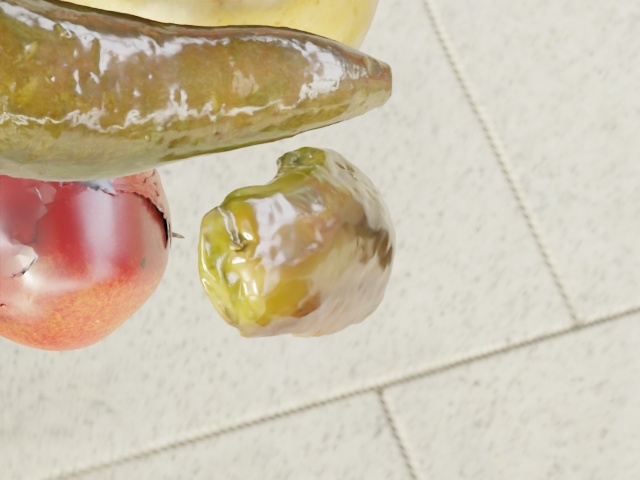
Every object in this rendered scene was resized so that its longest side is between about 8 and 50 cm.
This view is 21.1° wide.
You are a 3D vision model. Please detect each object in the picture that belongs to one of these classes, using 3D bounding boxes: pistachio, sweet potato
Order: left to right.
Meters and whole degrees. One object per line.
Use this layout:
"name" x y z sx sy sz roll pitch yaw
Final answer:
"sweet potato" -0.087 -0.056 0.658 0.243 0.077 0.077 7 63 -16
"pistachio" 0.000 0.000 0.794 0.049 0.173 0.089 -3 87 22

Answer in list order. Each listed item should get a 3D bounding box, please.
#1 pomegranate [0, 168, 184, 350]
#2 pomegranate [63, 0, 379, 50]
"pomegranate" -0.225 -0.003 1.489 0.210 0.235 0.210 -7 76 28
"pomegranate" -0.061 -0.135 0.823 0.196 0.196 0.196 5 63 -10
